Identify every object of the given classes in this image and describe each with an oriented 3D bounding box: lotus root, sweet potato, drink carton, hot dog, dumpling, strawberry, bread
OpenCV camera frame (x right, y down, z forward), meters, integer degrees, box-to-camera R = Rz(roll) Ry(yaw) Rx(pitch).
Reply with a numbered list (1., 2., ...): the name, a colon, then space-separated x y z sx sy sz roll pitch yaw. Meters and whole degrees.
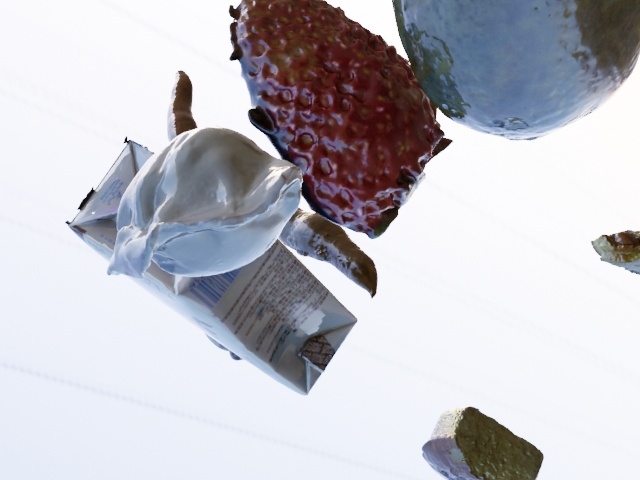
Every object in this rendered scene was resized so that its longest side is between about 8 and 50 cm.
1. lotus root: 0.188 -0.248 1.244 0.346 0.250 0.250 82 169 -46
2. sweet potato: -0.235 -0.199 2.259 0.057 0.057 0.264 33 -151 -37
3. sweet potato: 0.000 0.000 1.759 0.067 0.067 0.274 28 -174 -45
4. drink carton: -0.118 0.038 1.543 0.194 0.132 0.324 30 171 36
5. hot dog: 0.464 0.021 1.856 0.169 0.061 0.078 25 -139 -1
6. dumpling: -0.095 -0.021 0.966 0.127 0.188 0.108 -29 -79 -40
7. strawberry: 0.023 -0.166 1.479 0.306 0.138 0.233 51 -134 -17
8. bread: 0.208 0.288 1.747 0.156 0.125 0.086 31 -118 -6

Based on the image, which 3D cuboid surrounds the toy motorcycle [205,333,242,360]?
1. toy motorcycle: -0.144 0.083 2.258 0.110 0.171 0.260 15 -114 -35
